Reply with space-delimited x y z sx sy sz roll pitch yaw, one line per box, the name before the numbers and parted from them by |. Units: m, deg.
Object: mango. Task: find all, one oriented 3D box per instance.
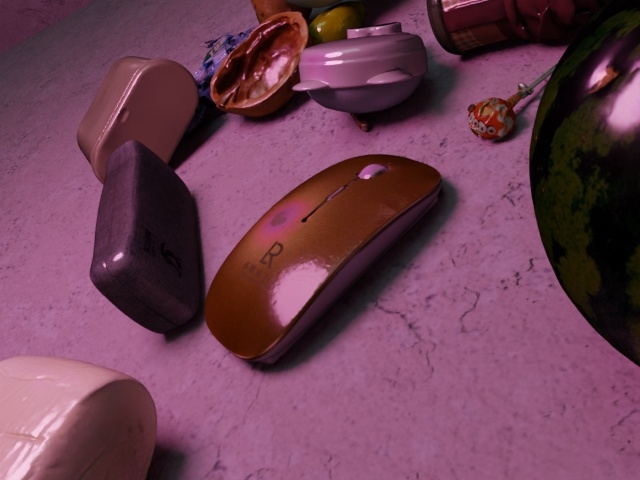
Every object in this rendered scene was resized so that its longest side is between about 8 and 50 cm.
mango | 0.035 -0.385 1.092 0.091 0.074 0.165 -4 32 43

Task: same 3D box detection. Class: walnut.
walnut | -0.085 -0.287 1.043 0.211 0.087 0.167 -46 50 2

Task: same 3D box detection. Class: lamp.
lamp | 0.066 -0.245 0.871 0.180 0.107 0.246 3 28 16

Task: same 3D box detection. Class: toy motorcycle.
toy motorcycle | -0.204 -0.310 1.149 0.254 0.092 0.135 -50 37 7

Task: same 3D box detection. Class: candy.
candy | 0.249 -0.182 0.732 0.185 0.049 0.055 -39 66 -18

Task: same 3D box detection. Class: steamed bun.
steamed bun | -0.264 0.226 0.534 0.200 0.154 0.250 0 40 32

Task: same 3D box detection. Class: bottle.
bottle | 0.286 -0.334 0.789 0.271 0.143 0.156 0 72 40

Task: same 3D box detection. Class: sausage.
sausage | 0.054 -0.184 0.890 0.015 0.015 0.100 -28 37 6

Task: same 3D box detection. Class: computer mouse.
computer mouse | 0.000 0.000 0.673 0.310 0.071 0.158 -43 39 -15

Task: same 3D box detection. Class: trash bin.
trash bin | -0.345 -0.221 1.106 0.247 0.121 0.243 31 93 55

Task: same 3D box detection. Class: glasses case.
glasses case | -0.231 -0.017 0.809 0.074 0.131 0.323 -36 35 11

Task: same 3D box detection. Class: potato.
potato | -0.080 -0.490 1.222 0.137 0.176 0.137 -1 83 8

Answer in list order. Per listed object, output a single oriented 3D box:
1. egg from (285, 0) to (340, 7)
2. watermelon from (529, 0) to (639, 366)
egg | 0.003 -0.536 1.062 0.270 0.220 0.220 -45 38 -23
watermelon | 0.271 -0.034 0.335 0.285 0.285 0.285 -20 38 17
